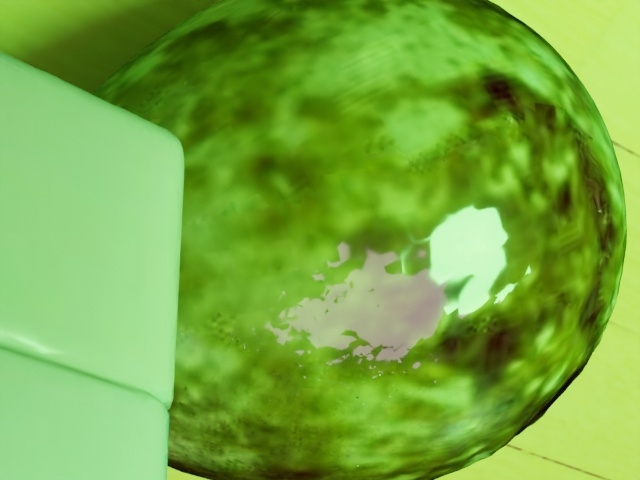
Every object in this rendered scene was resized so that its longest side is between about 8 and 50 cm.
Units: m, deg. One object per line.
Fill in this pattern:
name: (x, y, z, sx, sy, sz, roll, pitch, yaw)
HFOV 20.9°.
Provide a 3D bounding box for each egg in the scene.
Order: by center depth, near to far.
egg: (0.000, 0.000, 0.780, 0.289, 0.238, 0.238, -16, 129, -35)

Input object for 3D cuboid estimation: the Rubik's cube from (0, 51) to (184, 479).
Rubik's cube: (-0.281, 0.108, 0.561, 0.347, 0.344, 0.346, 24, 145, -36)
